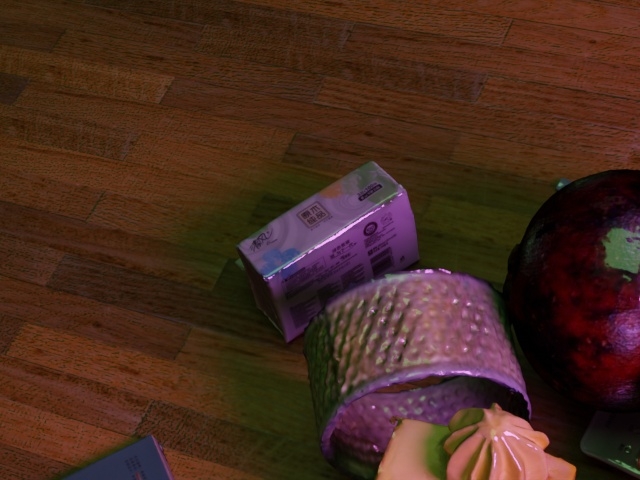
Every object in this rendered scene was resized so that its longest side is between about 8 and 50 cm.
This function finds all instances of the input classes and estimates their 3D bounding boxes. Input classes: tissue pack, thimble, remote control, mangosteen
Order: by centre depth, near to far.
[{"bbox_3d":[0.370,0.062,1.573,0.311,0.311,0.311,-6,52,8],"label":"mangosteen"},{"bbox_3d":[0.471,0.277,1.603,0.313,0.055,0.109,25,68,23],"label":"remote control"},{"bbox_3d":[0.118,0.170,1.629,0.271,0.271,0.150,-12,52,4],"label":"thimble"},{"bbox_3d":[0.000,0.000,1.849,0.229,0.159,0.145,-33,53,-13],"label":"tissue pack"}]

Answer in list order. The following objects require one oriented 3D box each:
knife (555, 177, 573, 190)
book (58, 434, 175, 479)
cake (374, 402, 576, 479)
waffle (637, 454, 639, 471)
[{"bbox_3d":[0.391,-0.016,1.866,0.028,0.015,0.210,-23,52,-14],"label":"knife"},{"bbox_3d":[-0.333,0.425,1.677,0.379,0.031,0.264,-25,52,-7],"label":"book"},{"bbox_3d":[0.153,0.329,1.479,0.222,0.286,0.227,11,56,20],"label":"cake"},{"bbox_3d":[0.473,0.212,1.358,0.329,0.062,0.329,-15,58,24],"label":"waffle"}]
